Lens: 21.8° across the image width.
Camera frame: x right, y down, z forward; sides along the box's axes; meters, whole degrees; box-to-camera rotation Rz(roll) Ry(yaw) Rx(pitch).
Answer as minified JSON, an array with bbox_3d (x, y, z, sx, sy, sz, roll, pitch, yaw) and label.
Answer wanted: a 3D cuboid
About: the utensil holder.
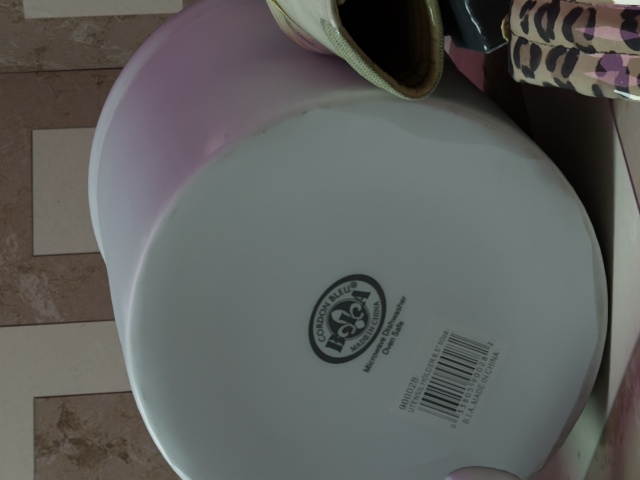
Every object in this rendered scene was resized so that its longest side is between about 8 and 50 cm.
[{"bbox_3d":[0.000,0.000,1.186,0.385,0.327,0.328,-117,24,-72],"label":"utensil holder"}]

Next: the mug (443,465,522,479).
[{"bbox_3d":[0.080,0.311,0.911,0.328,0.276,0.374,83,-169,-73],"label":"mug"}]

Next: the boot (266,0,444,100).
[{"bbox_3d":[-0.010,-0.184,0.945,0.213,0.077,0.165,60,173,-28],"label":"boot"}]

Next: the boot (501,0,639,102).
[{"bbox_3d":[0.131,-0.222,0.774,0.377,0.138,0.284,-133,40,-72],"label":"boot"}]

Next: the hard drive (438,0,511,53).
[{"bbox_3d":[0.013,-0.279,0.965,0.339,0.064,0.237,63,170,-17],"label":"hard drive"}]
